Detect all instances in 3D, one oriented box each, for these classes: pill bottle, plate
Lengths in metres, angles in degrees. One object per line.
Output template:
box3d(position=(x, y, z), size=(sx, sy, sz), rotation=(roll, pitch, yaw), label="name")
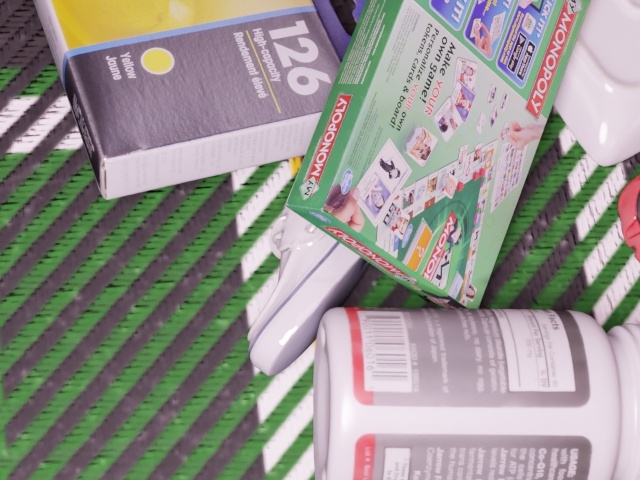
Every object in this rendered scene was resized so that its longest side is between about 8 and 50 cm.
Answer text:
box3d(position=(0.141, 0.134, 1.150), size=(0.283, 0.161, 0.161), rotation=(1, 70, -5), label="pill bottle")
box3d(position=(0.300, -0.243, 1.367), size=(0.277, 0.045, 0.278), rotation=(-28, 75, -15), label="plate")

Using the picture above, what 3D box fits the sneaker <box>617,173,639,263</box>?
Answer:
box3d(position=(0.353, 0.044, 1.219), size=(0.097, 0.135, 0.276), rotation=(-24, 75, -15), label="sneaker")

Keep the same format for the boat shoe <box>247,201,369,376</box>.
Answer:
box3d(position=(0.000, 0.000, 1.232), size=(0.084, 0.095, 0.258), rotation=(31, 59, 10), label="boat shoe")

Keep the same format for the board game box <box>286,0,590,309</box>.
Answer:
box3d(position=(0.108, -0.123, 1.206), size=(0.046, 0.213, 0.317), rotation=(8, 70, 45), label="board game box")

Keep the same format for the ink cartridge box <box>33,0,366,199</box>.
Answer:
box3d(position=(-0.084, -0.202, 1.255), size=(0.307, 0.072, 0.303), rotation=(-15, 61, -16), label="ink cartridge box")
